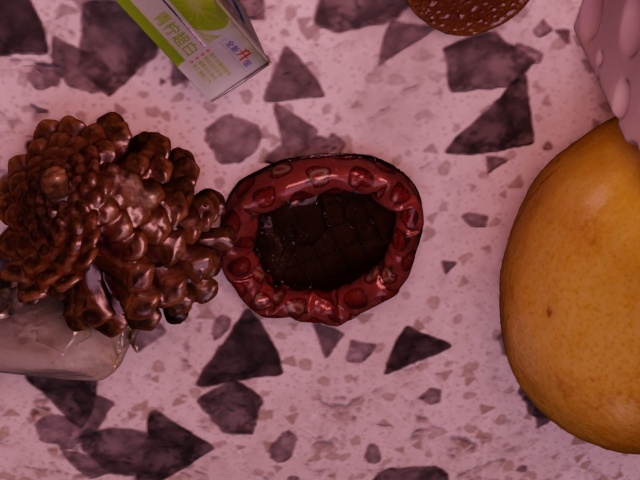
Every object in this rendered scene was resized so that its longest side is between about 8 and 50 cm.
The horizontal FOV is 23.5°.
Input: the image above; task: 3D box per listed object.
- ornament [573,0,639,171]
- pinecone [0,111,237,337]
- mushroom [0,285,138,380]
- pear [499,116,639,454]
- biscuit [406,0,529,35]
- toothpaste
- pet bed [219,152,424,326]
[{"bbox_3d":[0.369,-0.192,1.205,0.239,0.240,0.240,5,128,-13],"label":"ornament"},{"bbox_3d":[-0.168,-0.005,1.320,0.212,0.168,0.186,26,79,-32],"label":"pinecone"},{"bbox_3d":[-0.305,0.095,1.433,0.278,0.096,0.099,-4,128,1],"label":"mushroom"},{"bbox_3d":[0.307,0.039,1.349,0.314,0.314,0.314,-4,129,-5],"label":"pear"},{"bbox_3d":[0.127,-0.247,1.262,0.124,0.026,0.175,-4,129,-6],"label":"biscuit"},{"bbox_3d":[-0.154,-0.238,1.151,0.067,0.081,0.336,-34,137,9],"label":"toothpaste"},{"bbox_3d":[0.000,0.000,1.427,0.201,0.053,0.201,-1,130,-1],"label":"pet bed"}]
